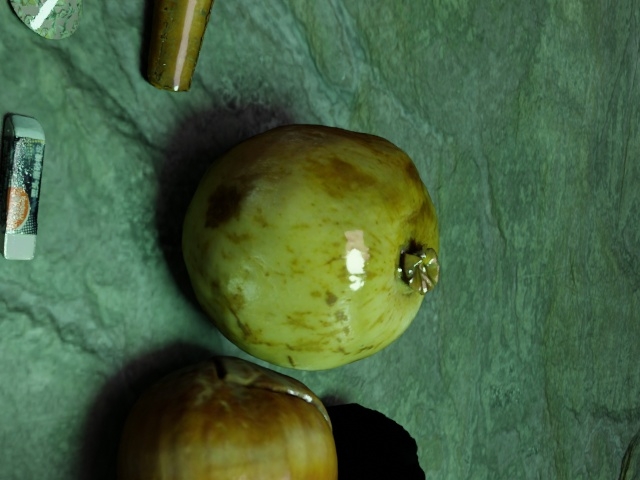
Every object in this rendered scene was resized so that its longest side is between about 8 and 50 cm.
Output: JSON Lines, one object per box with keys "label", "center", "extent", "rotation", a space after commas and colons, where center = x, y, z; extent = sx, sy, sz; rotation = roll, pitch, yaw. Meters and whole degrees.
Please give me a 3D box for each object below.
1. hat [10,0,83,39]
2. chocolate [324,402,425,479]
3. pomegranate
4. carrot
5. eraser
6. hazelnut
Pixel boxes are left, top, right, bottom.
{"label": "hat", "center": [-0.175, -0.183, 0.544], "extent": [0.058, 0.042, 0.087], "rotation": [24, 77, -49]}
{"label": "chocolate", "center": [0.022, 0.264, 0.801], "extent": [0.156, 0.156, 0.133], "rotation": [-24, 141, -47]}
{"label": "pomegranate", "center": [0.000, 0.000, 0.654], "extent": [0.215, 0.215, 0.215], "rotation": [-9, 102, -50]}
{"label": "carrot", "center": [-0.106, -0.198, 0.625], "extent": [0.055, 0.055, 0.162], "rotation": [13, 91, -51]}
{"label": "eraser", "center": [-0.206, -0.036, 0.543], "extent": [0.027, 0.019, 0.099], "rotation": [5, 92, -51]}
{"label": "hazelnut", "center": [-0.076, 0.184, 0.631], "extent": [0.182, 0.182, 0.182], "rotation": [-9, 102, -50]}
